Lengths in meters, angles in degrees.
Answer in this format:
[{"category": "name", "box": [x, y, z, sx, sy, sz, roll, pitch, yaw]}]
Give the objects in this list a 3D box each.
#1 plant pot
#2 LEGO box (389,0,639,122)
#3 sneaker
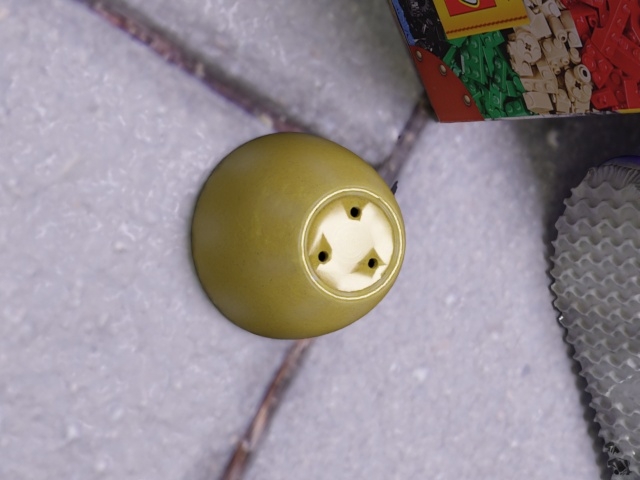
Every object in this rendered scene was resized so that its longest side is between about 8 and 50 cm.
[{"category": "plant pot", "box": [0.000, 0.000, 0.741, 0.134, 0.095, 0.134, -2, 94, -25]}, {"category": "LEGO box", "box": [0.322, -0.262, 0.720, 0.500, 0.372, 0.193, -29, 104, -20]}, {"category": "sneaker", "box": [0.265, 0.068, 0.871, 0.146, 0.102, 0.293, -23, 106, -28]}]
